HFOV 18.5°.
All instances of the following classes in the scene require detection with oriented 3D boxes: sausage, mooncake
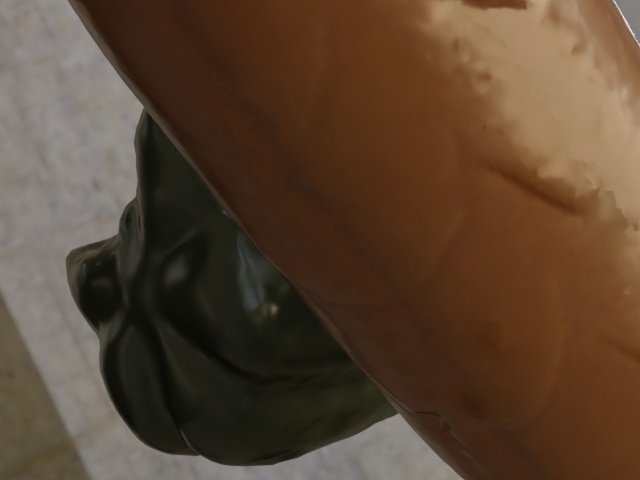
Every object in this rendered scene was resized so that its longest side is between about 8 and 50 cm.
[{"bbox_3d":[0.043,-0.018,0.559,0.121,0.304,0.121,-25,38,21],"label":"sausage"},{"bbox_3d":[-0.030,0.004,0.758,0.104,0.175,0.168,-15,35,-28],"label":"mooncake"}]
